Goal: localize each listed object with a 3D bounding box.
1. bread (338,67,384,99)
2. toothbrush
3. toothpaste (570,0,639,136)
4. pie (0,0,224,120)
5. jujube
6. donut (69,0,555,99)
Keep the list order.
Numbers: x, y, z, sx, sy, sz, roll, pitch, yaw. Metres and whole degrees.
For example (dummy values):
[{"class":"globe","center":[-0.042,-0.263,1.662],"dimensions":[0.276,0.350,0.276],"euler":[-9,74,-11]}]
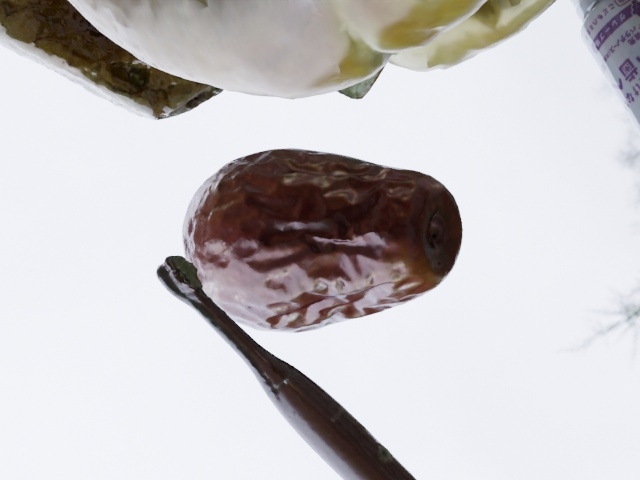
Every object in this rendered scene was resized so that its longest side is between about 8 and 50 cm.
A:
[{"class":"bread","center":[0.034,-0.164,0.827],"dimensions":[0.074,0.139,0.084],"euler":[13,-171,-26]},{"class":"toothbrush","center":[0.014,0.143,0.871],"dimensions":[0.364,0.041,0.041],"euler":[45,-147,2]},{"class":"toothpaste","center":[0.288,-0.116,0.961],"dimensions":[0.073,0.114,0.299],"euler":[5,-131,-47]},{"class":"pie","center":[-0.115,-0.174,0.737],"dimensions":[0.195,0.195,0.046],"euler":[44,170,0]},{"class":"jujube","center":[0.000,0.000,1.108],"dimensions":[0.190,0.255,0.189],"euler":[-2,-88,-58]},{"class":"donut","center":[-0.001,-0.233,0.407],"dimensions":[0.170,0.360,0.360],"euler":[-22,-110,-47]}]
